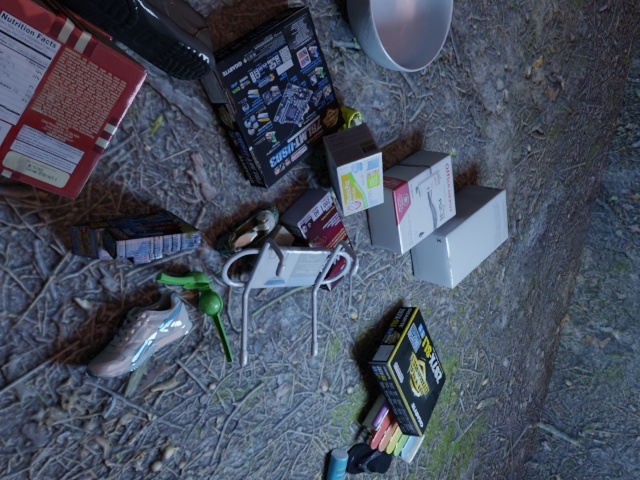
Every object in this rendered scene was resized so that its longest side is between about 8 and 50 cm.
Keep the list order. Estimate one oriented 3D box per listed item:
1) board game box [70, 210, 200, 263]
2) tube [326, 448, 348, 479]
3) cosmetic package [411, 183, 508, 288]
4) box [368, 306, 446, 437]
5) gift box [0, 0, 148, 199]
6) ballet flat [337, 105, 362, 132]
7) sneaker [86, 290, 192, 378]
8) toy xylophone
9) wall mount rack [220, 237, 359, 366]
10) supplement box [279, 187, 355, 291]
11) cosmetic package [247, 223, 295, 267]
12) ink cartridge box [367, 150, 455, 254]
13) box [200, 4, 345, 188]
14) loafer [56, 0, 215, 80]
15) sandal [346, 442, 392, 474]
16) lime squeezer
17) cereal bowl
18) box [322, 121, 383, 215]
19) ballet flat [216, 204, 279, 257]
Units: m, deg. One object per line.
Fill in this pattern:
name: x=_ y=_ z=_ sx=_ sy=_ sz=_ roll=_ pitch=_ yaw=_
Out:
board game box: x=-0.342 y=-0.001 z=1.025 sx=0.194 sy=0.194 sz=0.060 roll=-9 pitch=108 yaw=-29
tube: x=0.043 y=0.740 z=1.722 sx=0.080 sy=0.052 sz=0.207 roll=-4 pitch=111 yaw=-36
cosmetic package: x=0.462 y=-0.024 z=1.847 sx=0.365 sy=0.155 sz=0.197 roll=-31 pitch=122 yaw=-36
box: x=0.284 y=0.411 z=1.775 sx=0.257 sy=0.079 sz=0.322 roll=-52 pitch=126 yaw=-45
gift box: x=-0.444 y=-0.224 z=0.784 sx=0.276 sy=0.258 sz=0.255 roll=-52 pitch=138 yaw=5
ballet flat: x=0.094 y=-0.238 z=1.458 sx=0.077 sy=0.077 sz=0.231 roll=-38 pitch=127 yaw=-34
sneaker: x=-0.365 y=0.186 z=1.111 sx=0.228 sy=0.087 sz=0.092 roll=-37 pitch=119 yaw=-42
toy xylophone: x=0.253 y=0.594 z=1.866 sx=0.322 sy=0.081 sz=0.236 roll=43 pitch=70 yaw=-44
wall mount rack: x=-0.068 y=0.135 z=1.312 sx=0.349 sy=0.130 sz=0.304 roll=1 pitch=128 yaw=-35
supplement box: x=0.000 y=0.000 z=1.435 sx=0.130 sy=0.073 sz=0.240 roll=-47 pitch=132 yaw=-26
cosmetic package: x=-0.117 y=0.023 z=1.343 sx=0.115 sy=0.041 sz=0.060 roll=-58 pitch=136 yaw=-16
ink cartridge box: x=0.268 y=-0.119 z=1.644 sx=0.283 sy=0.117 sz=0.207 roll=-33 pitch=123 yaw=-35
box: x=-0.093 y=-0.316 z=1.245 sx=0.295 sy=0.073 sz=0.293 roll=-44 pitch=131 yaw=-29
loafer: x=-0.326 y=-0.415 z=0.957 sx=0.366 sy=0.133 sz=0.130 roll=33 pitch=50 yaw=-55
sandal: x=0.168 y=0.719 z=1.834 sx=0.254 sy=0.054 sz=0.097 roll=24 pitch=84 yaw=-47
lime squeezer: x=-0.248 y=0.134 z=1.201 sx=0.058 sy=0.110 sz=0.310 roll=-24 pitch=132 yaw=2
cereal bowl: x=0.181 y=-0.594 z=1.397 sx=0.338 sy=0.141 sz=0.339 roll=-15 pitch=111 yaw=-43
box: x=0.083 y=-0.168 z=1.372 sx=0.114 sy=0.103 sz=0.203 roll=-20 pitch=148 yaw=-3
ballet flat: x=-0.150 y=-0.021 z=1.274 sx=0.188 sy=0.070 sz=0.070 roll=-42 pitch=129 yaw=-31
